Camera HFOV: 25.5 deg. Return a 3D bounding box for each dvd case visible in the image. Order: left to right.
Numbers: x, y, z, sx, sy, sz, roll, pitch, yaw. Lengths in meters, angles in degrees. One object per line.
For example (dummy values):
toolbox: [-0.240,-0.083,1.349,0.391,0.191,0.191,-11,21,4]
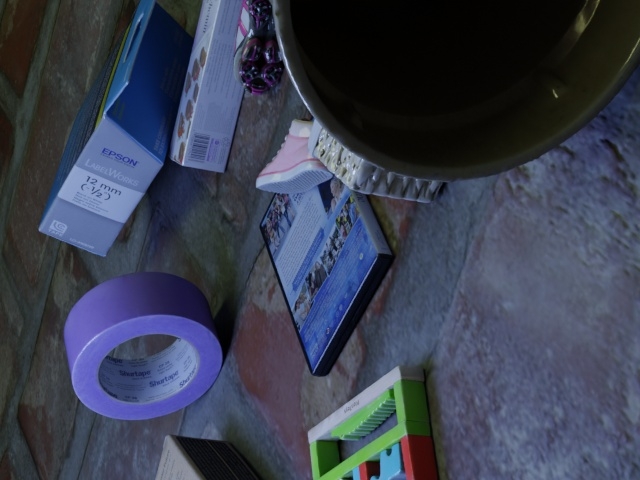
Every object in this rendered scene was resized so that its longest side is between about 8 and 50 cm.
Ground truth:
dvd case: [0.000,0.000,1.563,0.180,0.022,0.253,-63,32,33]

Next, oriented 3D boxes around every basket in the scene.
basket: [0.076,-0.128,1.356,0.103,0.113,0.167,53,128,50]

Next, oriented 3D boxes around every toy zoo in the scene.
toy zoo: [0.056,0.291,1.354,0.192,0.030,0.293,-44,45,50]

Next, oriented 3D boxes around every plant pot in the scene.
plant pot: [0.069,-0.261,1.158,0.305,0.334,0.333,50,126,56]

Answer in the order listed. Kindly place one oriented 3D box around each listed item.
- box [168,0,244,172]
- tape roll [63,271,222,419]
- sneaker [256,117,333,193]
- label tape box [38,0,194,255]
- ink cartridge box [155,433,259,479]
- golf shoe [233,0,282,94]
box: [-0.126,-0.251,1.839,0.063,0.067,0.324,33,112,61]
tape roll: [-0.222,0.134,1.771,0.189,0.189,0.080,-62,32,33]
sneaker: [-0.025,-0.094,1.559,0.134,0.051,0.070,-18,64,57]
label tape box: [-0.261,-0.177,1.962,0.347,0.115,0.249,-48,24,45]
ink cartridge box: [-0.141,0.372,1.651,0.193,0.088,0.234,38,117,61]
golf shoe: [-0.073,-0.278,1.738,0.086,0.067,0.186,49,126,58]
